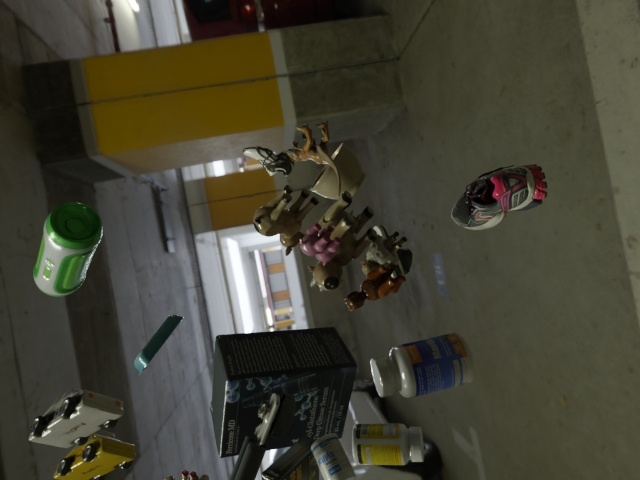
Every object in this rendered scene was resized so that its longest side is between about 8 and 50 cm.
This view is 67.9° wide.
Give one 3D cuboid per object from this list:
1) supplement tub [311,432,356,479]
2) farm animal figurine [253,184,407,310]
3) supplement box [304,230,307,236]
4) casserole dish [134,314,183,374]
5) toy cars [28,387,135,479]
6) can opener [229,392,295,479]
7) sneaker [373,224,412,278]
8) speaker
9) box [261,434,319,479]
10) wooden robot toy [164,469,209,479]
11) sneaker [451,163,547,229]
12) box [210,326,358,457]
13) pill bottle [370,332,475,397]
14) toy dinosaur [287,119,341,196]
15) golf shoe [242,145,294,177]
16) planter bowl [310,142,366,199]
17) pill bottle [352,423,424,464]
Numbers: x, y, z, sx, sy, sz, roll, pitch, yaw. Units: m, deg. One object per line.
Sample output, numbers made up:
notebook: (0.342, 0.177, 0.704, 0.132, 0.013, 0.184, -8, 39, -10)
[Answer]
supplement tub: (0.029, 0.511, 1.100, 0.071, 0.071, 0.107, 86, 158, -49)
farm animal figurine: (0.017, 0.013, 1.048, 0.330, 0.172, 0.327, 41, -152, -5)
supplement box: (0.000, 0.000, 1.367, 0.055, 0.083, 0.043, 67, -147, -36)
casserole dish: (-0.434, 0.270, 1.267, 0.114, 0.037, 0.188, -46, 11, 47)
toy cars: (-0.472, 0.389, 0.968, 0.394, 0.176, 0.087, 104, 162, -45)
can opener: (-0.141, 0.490, 1.105, 0.280, 0.093, 0.074, -65, 14, -6)
sneaker: (0.272, 0.030, 1.760, 0.079, 0.121, 0.217, 10, 121, 62)
speaker: (-0.631, 0.030, 1.182, 0.296, 0.131, 0.131, -43, 50, 44)
box: (-0.076, 0.677, 1.280, 0.183, 0.056, 0.231, -19, -64, -51)
wooden robot toy: (-0.392, 0.749, 1.485, 0.079, 0.173, 0.076, 5, -89, -83)
sneaker: (0.375, -0.101, 1.086, 0.299, 0.112, 0.121, 130, 134, -73)
box: (-0.121, 0.454, 1.463, 0.212, 0.395, 0.293, -127, 41, -58)
pill bottle: (0.292, 0.368, 1.385, 0.152, 0.272, 0.152, 169, 90, -82)
toy dinosaur: (0.000, -0.175, 0.952, 0.211, 0.064, 0.112, 36, 142, 54)
golf shoe: (-0.194, -0.289, 1.752, 0.077, 0.198, 0.094, -163, 86, -79)
planter bowl: (0.061, -0.181, 1.360, 0.162, 0.109, 0.162, -55, 7, 11)
pill bottle: (0.209, 0.628, 1.468, 0.119, 0.208, 0.119, -5, -90, -76)
